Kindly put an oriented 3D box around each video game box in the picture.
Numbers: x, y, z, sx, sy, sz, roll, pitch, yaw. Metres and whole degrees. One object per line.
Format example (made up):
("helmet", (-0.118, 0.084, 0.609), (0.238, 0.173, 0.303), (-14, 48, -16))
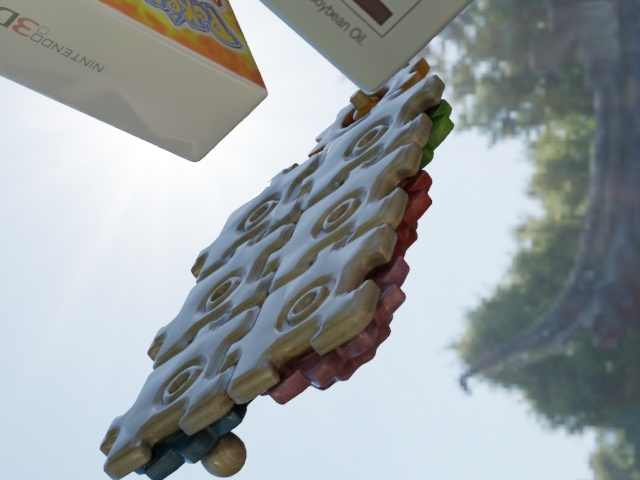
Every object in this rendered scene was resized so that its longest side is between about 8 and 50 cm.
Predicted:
("video game box", (-0.125, -0.135, 0.533), (0.205, 0.048, 0.187), (23, -144, -46))

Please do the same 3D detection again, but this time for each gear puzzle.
("gear puzzle", (0.000, 0.000, 0.807), (0.044, 0.175, 0.339), (48, -151, -16))

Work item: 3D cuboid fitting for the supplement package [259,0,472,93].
("supplement package", (-0.026, -0.201, 0.341), (0.262, 0.145, 0.204), (41, -152, -15))
